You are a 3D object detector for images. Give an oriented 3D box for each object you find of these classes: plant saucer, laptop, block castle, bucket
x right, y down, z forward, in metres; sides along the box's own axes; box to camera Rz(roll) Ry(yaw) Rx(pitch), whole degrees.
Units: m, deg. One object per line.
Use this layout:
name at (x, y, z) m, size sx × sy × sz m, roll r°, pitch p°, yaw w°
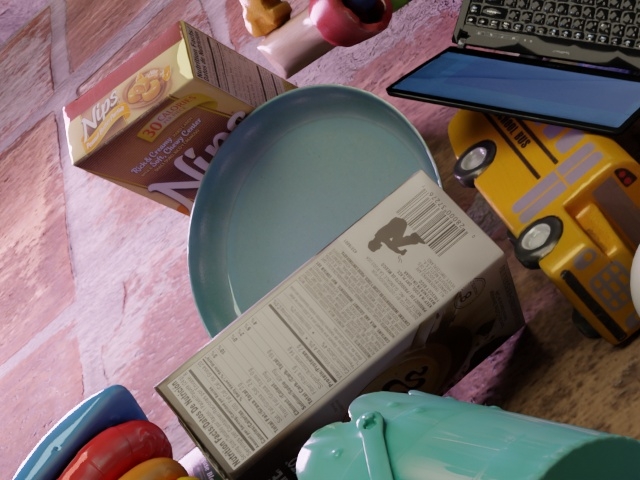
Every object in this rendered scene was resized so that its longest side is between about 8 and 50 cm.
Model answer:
plant saucer at (0.000, 0.000, 1.577) m, size 0.318 × 0.044 × 0.317 m, roll -5°, pitch 81°, yaw 34°
laptop at (0.219, -0.222, 1.456) m, size 0.234 × 0.136 × 0.264 m, roll 13°, pitch 82°, yaw 26°
block castle at (0.057, -0.409, 1.788) m, size 0.213 × 0.303 × 0.453 m, roll -29°, pitch 6°, yaw 43°
bucket at (0.112, 0.238, 1.010) m, size 0.183 × 0.281 × 0.281 m, roll -1°, pitch 51°, yaw 48°

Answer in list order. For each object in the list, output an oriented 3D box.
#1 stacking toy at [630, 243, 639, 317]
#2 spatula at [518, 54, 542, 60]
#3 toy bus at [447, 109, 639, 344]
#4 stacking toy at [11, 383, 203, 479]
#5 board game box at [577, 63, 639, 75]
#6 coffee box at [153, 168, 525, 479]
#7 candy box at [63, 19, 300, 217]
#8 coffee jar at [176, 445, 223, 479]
stacking toy at (0.383, -0.073, 1.074) m, size 0.480 × 0.351 × 0.350 m, roll -42°, pitch 23°, yaw 43°
spatula at (0.265, -0.264, 1.732) m, size 0.084 × 0.030 × 0.296 m, roll -8°, pitch 45°, yaw 47°
toy bus at (0.219, -0.042, 1.408) m, size 0.130 × 0.108 × 0.332 m, roll -40°, pitch 27°, yaw 7°
stacking toy at (-0.117, 0.280, 1.360) m, size 0.302 × 0.165 × 0.175 m, roll 29°, pitch 67°, yaw 26°
board game box at (0.294, -0.172, 1.575) m, size 0.090 × 0.020 × 0.090 m, roll -52°, pitch 26°, yaw -11°
coffee box at (0.023, 0.101, 1.349) m, size 0.297 × 0.168 × 0.119 m, roll -40°, pitch 63°, yaw -5°
candy box at (-0.108, -0.109, 1.731) m, size 0.183 × 0.316 × 0.087 m, roll -33°, pitch 56°, yaw 26°
coffee jar at (-0.050, 0.199, 1.486) m, size 0.184 × 0.079 × 0.096 m, roll -41°, pitch 35°, yaw 10°
